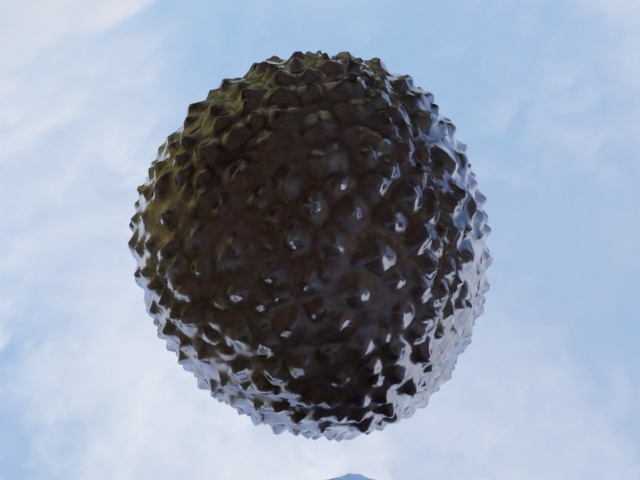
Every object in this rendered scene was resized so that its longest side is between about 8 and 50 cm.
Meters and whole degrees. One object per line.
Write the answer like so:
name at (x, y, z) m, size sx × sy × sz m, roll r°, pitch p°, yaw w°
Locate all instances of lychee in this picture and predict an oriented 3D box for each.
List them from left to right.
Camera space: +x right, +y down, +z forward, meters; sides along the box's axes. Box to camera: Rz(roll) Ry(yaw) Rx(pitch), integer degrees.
lychee at (0.003, 0.004, 0.857) m, size 0.300 × 0.300 × 0.300 m, roll -22°, pitch -138°, yaw 21°

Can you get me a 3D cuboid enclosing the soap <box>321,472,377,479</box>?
soap at (0.122, 0.262, 0.669) m, size 0.360 × 0.233 × 0.128 m, roll 15°, pitch -89°, yaw 23°
